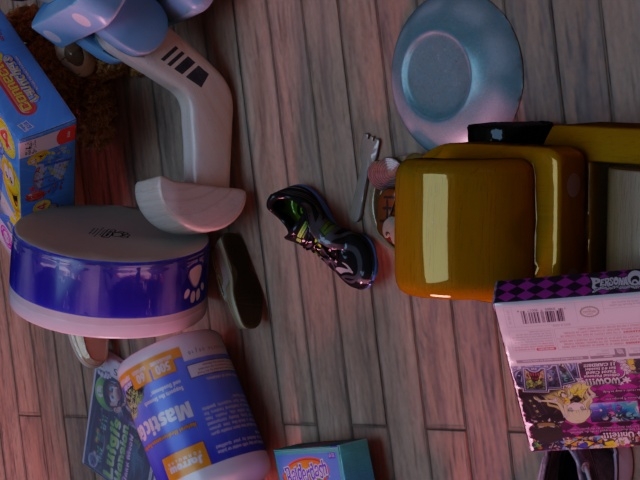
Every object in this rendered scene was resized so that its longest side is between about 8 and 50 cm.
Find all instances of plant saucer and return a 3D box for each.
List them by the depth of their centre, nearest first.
[{"bbox_3d":[0.142,-0.188,1.684,0.195,0.037,0.195,7,100,44],"label":"plant saucer"}]

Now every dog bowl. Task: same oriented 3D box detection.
[{"bbox_3d":[-0.280,0.037,1.969,0.265,0.265,0.104,21,113,41],"label":"dog bowl"}]

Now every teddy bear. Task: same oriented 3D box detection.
[{"bbox_3d":[-0.387,-0.239,2.148,0.338,0.113,0.245,-6,94,45],"label":"teddy bear"}]

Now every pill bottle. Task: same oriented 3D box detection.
[{"bbox_3d":[-0.157,0.268,1.964,0.152,0.152,0.272,-36,70,41],"label":"pill bottle"}]

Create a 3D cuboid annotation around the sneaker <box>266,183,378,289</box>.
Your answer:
[{"bbox_3d":[0.000,0.000,1.822,0.188,0.078,0.067,44,124,31],"label":"sneaker"}]

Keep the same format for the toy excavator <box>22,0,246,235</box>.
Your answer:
[{"bbox_3d":[-0.221,-0.283,1.911,0.222,0.445,0.433,-10,51,60],"label":"toy excavator"}]

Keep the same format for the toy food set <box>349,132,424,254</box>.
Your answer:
[{"bbox_3d":[0.099,-0.043,1.746,0.192,0.038,0.132,27,114,39],"label":"toy food set"}]

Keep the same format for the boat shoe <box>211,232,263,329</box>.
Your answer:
[{"bbox_3d":[-0.113,0.059,1.967,0.045,0.050,0.135,-33,62,46],"label":"boat shoe"}]

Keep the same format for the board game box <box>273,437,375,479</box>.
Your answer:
[{"bbox_3d":[0.018,0.358,1.858,0.160,0.047,0.210,-15,86,57],"label":"board game box"}]

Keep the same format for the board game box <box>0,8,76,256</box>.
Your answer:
[{"bbox_3d":[-0.454,-0.161,2.092,0.308,0.086,0.302,53,152,27],"label":"board game box"}]

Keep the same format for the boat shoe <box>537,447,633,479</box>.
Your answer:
[{"bbox_3d":[0.269,0.347,1.589,0.108,0.102,0.301,16,107,42],"label":"boat shoe"}]

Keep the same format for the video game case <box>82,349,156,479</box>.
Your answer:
[{"bbox_3d":[-0.284,0.279,2.182,0.173,0.022,0.190,25,113,40],"label":"video game case"}]

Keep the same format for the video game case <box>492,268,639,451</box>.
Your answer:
[{"bbox_3d":[0.299,0.117,1.430,0.232,0.042,0.210,-6,128,17],"label":"video game case"}]

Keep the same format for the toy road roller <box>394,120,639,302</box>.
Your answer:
[{"bbox_3d":[0.220,-0.013,1.488,0.329,0.240,0.202,7,101,44],"label":"toy road roller"}]

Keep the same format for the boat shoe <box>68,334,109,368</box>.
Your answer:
[{"bbox_3d":[-0.335,0.101,2.172,0.059,0.063,0.170,-20,74,42],"label":"boat shoe"}]
